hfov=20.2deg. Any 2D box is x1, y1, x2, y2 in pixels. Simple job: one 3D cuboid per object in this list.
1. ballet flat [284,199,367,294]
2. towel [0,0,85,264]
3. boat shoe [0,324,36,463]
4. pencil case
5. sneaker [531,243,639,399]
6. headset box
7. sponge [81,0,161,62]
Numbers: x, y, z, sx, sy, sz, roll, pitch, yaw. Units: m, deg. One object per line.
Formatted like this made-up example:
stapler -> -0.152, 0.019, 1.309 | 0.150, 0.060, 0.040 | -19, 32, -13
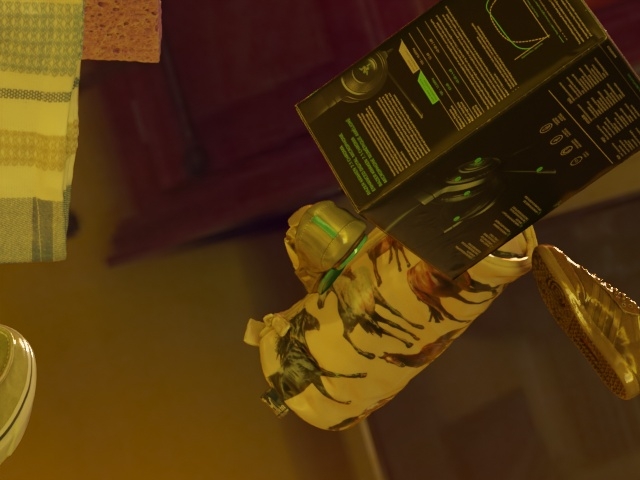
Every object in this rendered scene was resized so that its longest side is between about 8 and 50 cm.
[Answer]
ballet flat -> 0.000, 0.000, 1.645 | 0.072, 0.068, 0.213 | -52, 179, -10
towel -> -0.253, -0.104, 1.159 | 0.209, 0.285, 0.034 | -1, -150, -18
boat shoe -> -0.316, 0.153, 1.463 | 0.109, 0.094, 0.302 | 16, -142, 10
pencil case -> 0.080, 0.062, 2.077 | 0.183, 0.160, 0.410 | 25, 135, -19
sneaker -> 0.295, 0.076, 1.892 | 0.071, 0.188, 0.066 | -28, 167, -17
headset box -> 0.147, -0.107, 1.648 | 0.283, 0.131, 0.246 | -36, 153, 12
sponge -> -0.246, -0.203, 1.598 | 0.210, 0.031, 0.117 | 2, 154, -5
